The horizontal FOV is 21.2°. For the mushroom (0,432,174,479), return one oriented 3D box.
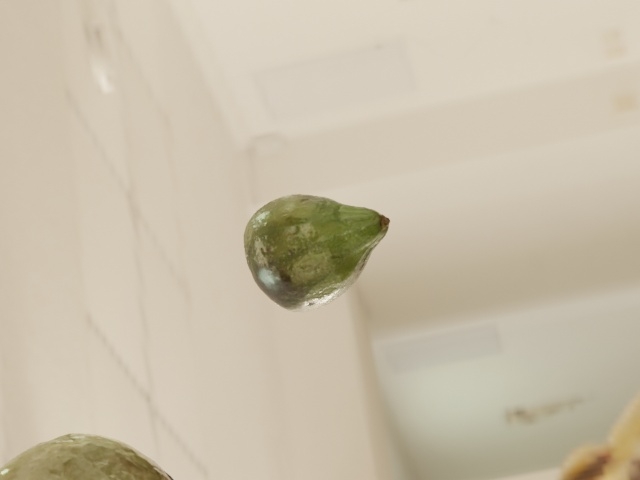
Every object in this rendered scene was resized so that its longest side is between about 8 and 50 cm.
[{"bbox_3d":[-0.235,0.279,1.455,0.189,0.267,0.164,36,166,12],"label":"mushroom"}]

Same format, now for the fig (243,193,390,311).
[{"bbox_3d":[0.000,0.000,1.747,0.123,0.156,0.123,47,-156,-29],"label":"fig"}]
